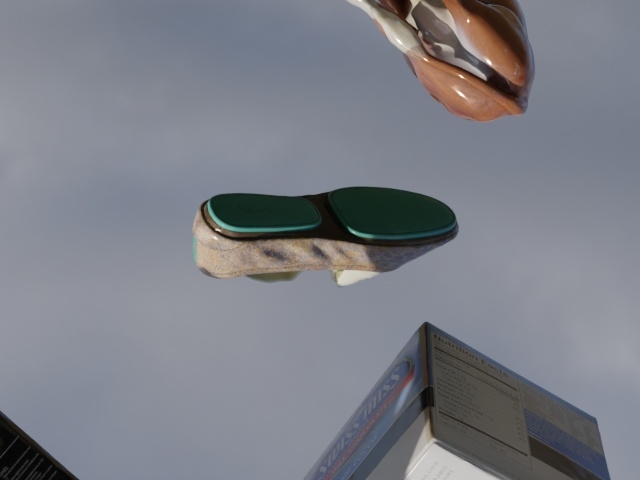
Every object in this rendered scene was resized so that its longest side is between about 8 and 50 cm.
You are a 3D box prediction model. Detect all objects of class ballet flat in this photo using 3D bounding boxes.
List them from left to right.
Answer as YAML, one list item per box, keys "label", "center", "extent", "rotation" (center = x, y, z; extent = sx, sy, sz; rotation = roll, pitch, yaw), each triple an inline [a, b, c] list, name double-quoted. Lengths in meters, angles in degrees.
- label: "ballet flat"
  center: [0.000, 0.000, 2.094]
  extent: [0.316, 0.106, 0.108]
  rotation: [2, -140, -22]

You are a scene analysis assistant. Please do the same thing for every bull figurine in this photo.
- label: "bull figurine"
  center: [0.100, -0.180, 1.505]
  extent: [0.101, 0.188, 0.310]
  rotation: [-47, -168, 8]

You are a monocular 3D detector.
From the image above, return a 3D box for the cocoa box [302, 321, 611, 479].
- label: "cocoa box"
  center: [0.106, 0.307, 1.889]
  extent: [0.231, 0.347, 0.228]
  rotation: [30, -156, -14]

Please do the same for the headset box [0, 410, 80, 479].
- label: "headset box"
  center: [-0.340, 0.174, 1.263]
  extent: [0.283, 0.131, 0.246]
  rotation: [42, -151, -5]
